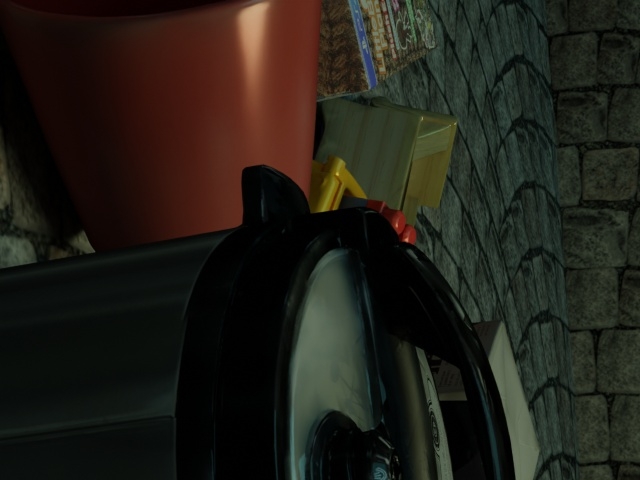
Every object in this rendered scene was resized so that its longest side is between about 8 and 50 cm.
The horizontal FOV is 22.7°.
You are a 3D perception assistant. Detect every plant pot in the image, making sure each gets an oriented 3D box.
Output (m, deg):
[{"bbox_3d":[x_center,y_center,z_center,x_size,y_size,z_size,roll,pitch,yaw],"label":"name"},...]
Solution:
[{"bbox_3d":[-0.119,-0.121,1.331,0.275,0.275,0.243,-64,152,-58],"label":"plant pot"}]

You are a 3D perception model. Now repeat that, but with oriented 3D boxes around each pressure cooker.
[{"bbox_3d":[-0.078,0.182,1.040,0.375,0.420,0.370,-67,142,-57],"label":"pressure cooker"}]

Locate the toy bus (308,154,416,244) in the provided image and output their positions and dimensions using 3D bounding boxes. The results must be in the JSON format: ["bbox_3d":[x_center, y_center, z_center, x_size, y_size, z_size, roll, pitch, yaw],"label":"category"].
[{"bbox_3d":[0.000,0.000,1.610,0.220,0.211,0.149,54,51,-56],"label":"toy bus"}]

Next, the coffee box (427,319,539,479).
[{"bbox_3d":[0.048,0.188,1.576,0.119,0.297,0.168,-64,142,-53],"label":"coffee box"}]

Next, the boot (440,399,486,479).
[{"bbox_3d":[0.067,0.367,1.359,0.146,0.445,0.367,-11,70,-28],"label":"boot"}]

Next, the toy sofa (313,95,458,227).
[{"bbox_3d":[0.054,-0.016,1.960,0.362,0.177,0.150,-75,174,-50],"label":"toy sofa"}]

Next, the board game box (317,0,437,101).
[{"bbox_3d":[-0.035,-0.221,1.623,0.291,0.232,0.141,-42,120,-68],"label":"board game box"}]
